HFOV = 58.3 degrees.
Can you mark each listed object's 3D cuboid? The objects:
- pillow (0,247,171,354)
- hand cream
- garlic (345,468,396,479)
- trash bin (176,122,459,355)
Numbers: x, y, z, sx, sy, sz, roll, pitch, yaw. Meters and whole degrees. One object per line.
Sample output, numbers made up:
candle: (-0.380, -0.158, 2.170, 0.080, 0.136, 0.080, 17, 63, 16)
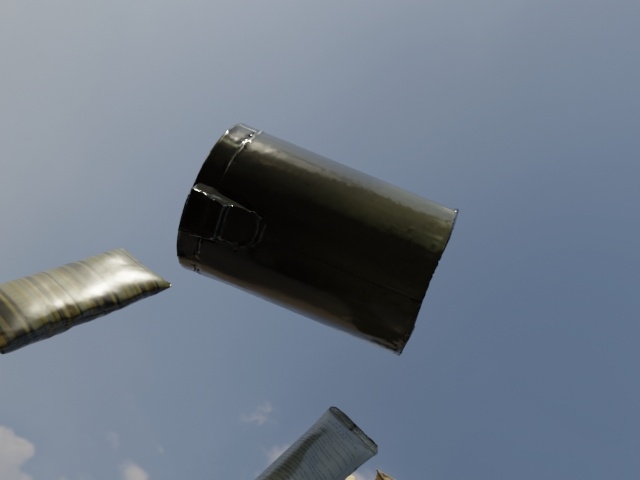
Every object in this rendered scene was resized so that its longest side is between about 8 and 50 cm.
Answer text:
pillow: (-0.289, 0.062, 0.666, 0.113, 0.203, 0.038, 31, -56, 33)
hand cream: (-0.017, 0.247, 0.614, 0.080, 0.234, 0.050, 41, -63, 20)
garlic: (0.117, 0.562, 1.007, 0.313, 0.286, 0.249, 42, -29, 42)
trash bin: (0.000, 0.000, 0.727, 0.301, 0.252, 0.203, 22, -81, 6)
